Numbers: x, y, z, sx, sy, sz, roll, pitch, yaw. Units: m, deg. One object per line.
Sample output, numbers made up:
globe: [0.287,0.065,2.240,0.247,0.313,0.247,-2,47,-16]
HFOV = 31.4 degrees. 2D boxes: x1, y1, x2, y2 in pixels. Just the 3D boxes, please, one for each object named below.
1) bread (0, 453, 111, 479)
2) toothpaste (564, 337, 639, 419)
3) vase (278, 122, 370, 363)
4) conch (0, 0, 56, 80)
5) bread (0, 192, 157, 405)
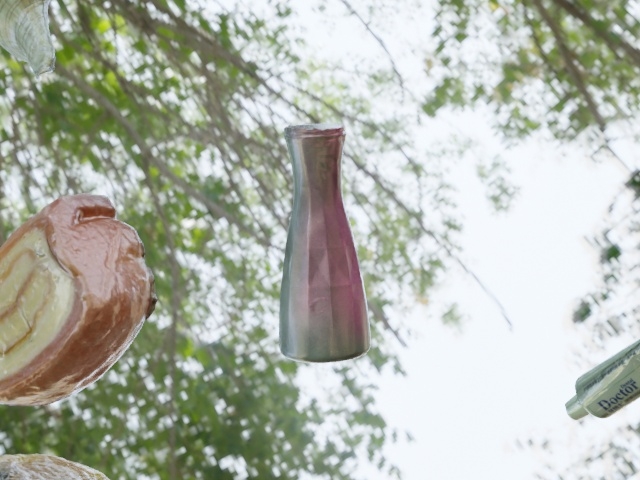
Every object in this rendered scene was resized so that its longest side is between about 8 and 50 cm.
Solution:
bread: [-0.415,0.405,1.684,0.244,0.244,0.134,8,-83,-43]
toothpaste: [0.272,0.088,0.900,0.064,0.041,0.218,16,-42,-29]
vase: [0.000,0.000,1.047,0.086,0.086,0.214,-8,-79,-31]
conch: [-0.367,-0.286,1.345,0.114,0.233,0.137,14,-22,-22]
bread: [-0.297,0.082,1.215,0.244,0.190,0.123,-46,-29,17]
